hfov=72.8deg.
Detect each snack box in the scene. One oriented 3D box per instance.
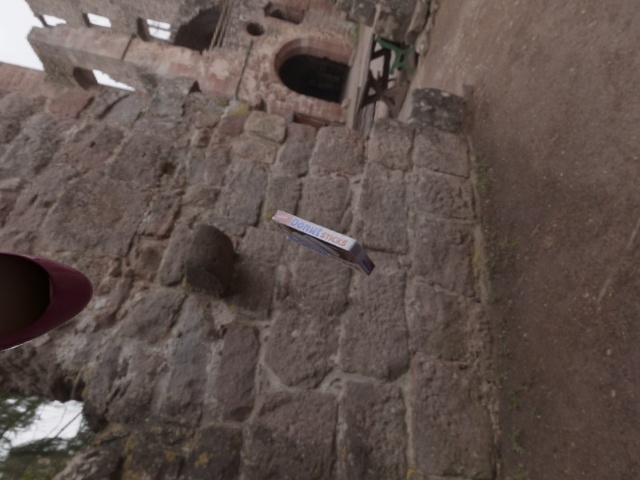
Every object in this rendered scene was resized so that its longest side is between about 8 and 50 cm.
[{"bbox_3d":[0.000,0.000,0.645,0.178,0.064,0.022,23,71,46],"label":"snack box"}]

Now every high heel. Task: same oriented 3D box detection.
[{"bbox_3d":[-0.355,0.058,0.464,0.377,0.181,0.127,-3,-101,-73],"label":"high heel"}]
